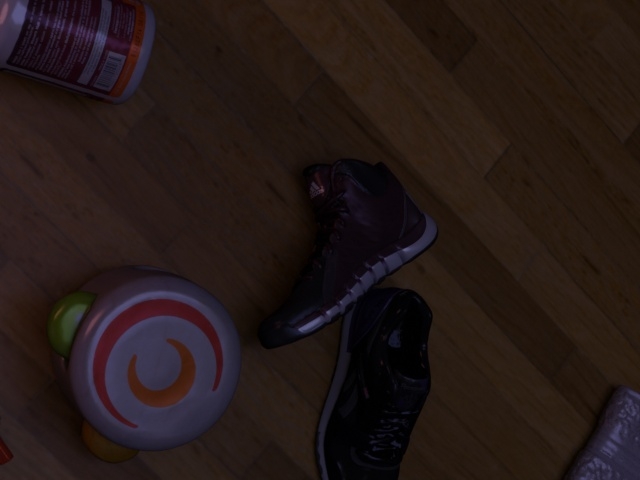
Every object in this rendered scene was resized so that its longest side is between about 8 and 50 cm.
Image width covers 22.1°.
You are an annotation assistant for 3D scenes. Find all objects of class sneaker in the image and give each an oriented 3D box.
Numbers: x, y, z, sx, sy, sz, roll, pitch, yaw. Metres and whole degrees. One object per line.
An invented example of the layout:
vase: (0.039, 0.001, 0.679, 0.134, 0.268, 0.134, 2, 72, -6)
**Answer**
sneaker: (0.071, 0.195, 1.943, 0.107, 0.124, 0.283, 7, 85, -25)
sneaker: (0.000, 0.000, 1.941, 0.281, 0.106, 0.162, -37, 99, -34)

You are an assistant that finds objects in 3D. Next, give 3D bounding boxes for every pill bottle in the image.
pill bottle: (-0.301, -0.232, 1.780, 0.221, 0.121, 0.121, 16, 81, -25)

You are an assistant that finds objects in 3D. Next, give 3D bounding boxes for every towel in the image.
towel: (0.448, 0.345, 2.167, 0.282, 0.049, 0.187, 40, 71, -19)

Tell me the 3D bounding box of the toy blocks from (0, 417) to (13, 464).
toy blocks: (-0.384, 0.239, 1.754, 0.123, 0.054, 0.148, -34, 102, -23)

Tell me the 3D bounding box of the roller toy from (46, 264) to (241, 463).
roller toy: (-0.192, 0.128, 1.804, 0.191, 0.146, 0.209, -23, 104, -16)
